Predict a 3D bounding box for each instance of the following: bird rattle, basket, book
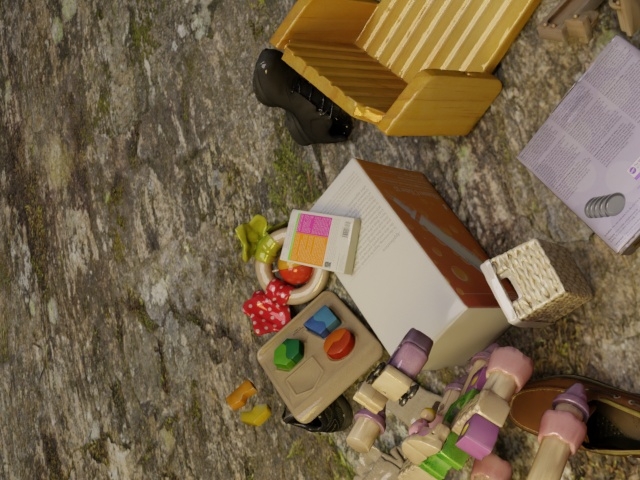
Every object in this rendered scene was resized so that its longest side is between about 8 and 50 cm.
[{"bbox_3d":[-0.080,0.066,1.662,0.206,0.143,0.254,-15,79,22],"label":"bird rattle"},{"bbox_3d":[0.351,0.067,1.269,0.103,0.167,0.113,-35,65,26],"label":"basket"},{"bbox_3d":[0.000,0.000,1.375,0.144,0.035,0.096,11,91,41],"label":"book"}]

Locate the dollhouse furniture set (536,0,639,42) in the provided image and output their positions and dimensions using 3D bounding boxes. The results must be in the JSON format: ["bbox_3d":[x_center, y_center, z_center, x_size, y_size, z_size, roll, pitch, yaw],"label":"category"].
[{"bbox_3d":[0.429,-0.399,1.235,0.144,0.123,0.151,-46,41,-14],"label":"dollhouse furniture set"}]

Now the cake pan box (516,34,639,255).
[{"bbox_3d":[0.479,-0.152,1.241,0.246,0.070,0.267,49,117,29],"label":"cake pan box"}]

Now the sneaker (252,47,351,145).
[{"bbox_3d":[-0.029,-0.283,1.559,0.130,0.286,0.109,9,73,31],"label":"sneaker"}]

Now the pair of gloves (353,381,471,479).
[{"bbox_3d":[0.173,0.384,1.432,0.204,0.042,0.240,21,79,41],"label":"pair of gloves"}]

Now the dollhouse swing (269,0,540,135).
[{"bbox_3d":[0.156,-0.403,1.409,0.347,0.315,0.305,46,126,33],"label":"dollhouse swing"}]

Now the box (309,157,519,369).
[{"bbox_3d":[0.161,0.041,1.394,0.168,0.215,0.345,-50,58,27],"label":"box"}]

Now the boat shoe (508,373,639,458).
[{"bbox_3d":[0.418,0.272,1.230,0.307,0.104,0.111,-3,86,41],"label":"boat shoe"}]

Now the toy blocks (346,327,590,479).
[{"bbox_3d":[0.226,0.238,1.230,0.309,0.260,0.289,34,146,2],"label":"toy blocks"}]

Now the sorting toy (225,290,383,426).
[{"bbox_3d":[-0.046,0.248,1.543,0.307,0.041,0.229,-42,38,-3],"label":"sorting toy"}]

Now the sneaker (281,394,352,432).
[{"bbox_3d":[-0.043,0.294,1.596,0.087,0.130,0.227,-50,60,23],"label":"sneaker"}]
